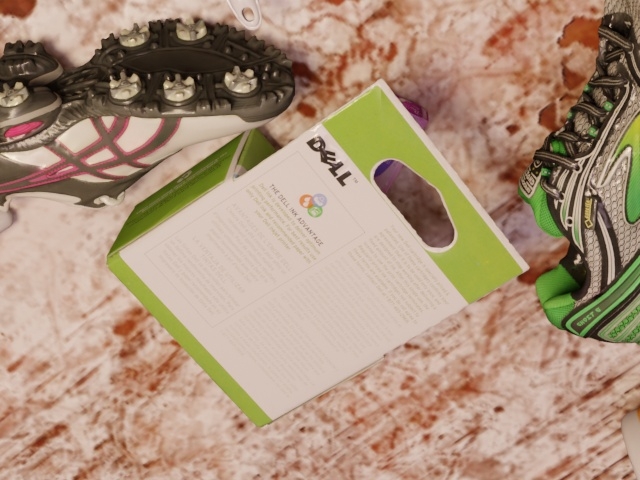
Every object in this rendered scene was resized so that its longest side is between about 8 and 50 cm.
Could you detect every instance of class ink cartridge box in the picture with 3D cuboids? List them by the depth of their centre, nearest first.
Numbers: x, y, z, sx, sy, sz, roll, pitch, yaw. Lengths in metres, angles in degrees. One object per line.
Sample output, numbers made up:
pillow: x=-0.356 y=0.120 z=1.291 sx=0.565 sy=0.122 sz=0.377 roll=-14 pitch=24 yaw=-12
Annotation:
ink cartridge box: x=0.000 y=0.000 z=0.890 sx=0.255 sy=0.097 sz=0.189 roll=-32 pitch=111 yaw=22

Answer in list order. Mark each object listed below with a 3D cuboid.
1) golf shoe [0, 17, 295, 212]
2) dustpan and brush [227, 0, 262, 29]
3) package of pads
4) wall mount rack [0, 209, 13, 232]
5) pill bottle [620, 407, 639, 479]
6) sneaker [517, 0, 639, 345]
golf shoe: x=-0.147 y=-0.089 z=0.878 sx=0.273 sy=0.105 sz=0.120 roll=-4 pitch=134 yaw=10
dustpan and brush: x=-0.085 y=-0.246 z=0.803 sx=0.147 sy=0.060 sz=0.211 roll=-20 pitch=114 yaw=12
package of pads: x=0.042 y=-0.072 z=0.899 sx=0.050 sy=0.032 sz=0.083 roll=25 pitch=115 yaw=-9
wall mount rack: x=-0.431 y=-0.029 z=0.899 sx=0.304 sy=0.130 sz=0.350 roll=-19 pitch=114 yaw=16
pill bottle: x=0.392 y=0.159 z=0.930 sx=0.272 sy=0.152 sz=0.152 roll=-25 pitch=113 yaw=14
sneaker: x=0.216 y=-0.066 z=0.837 sx=0.146 sy=0.134 sz=0.343 roll=-2 pitch=117 yaw=5
